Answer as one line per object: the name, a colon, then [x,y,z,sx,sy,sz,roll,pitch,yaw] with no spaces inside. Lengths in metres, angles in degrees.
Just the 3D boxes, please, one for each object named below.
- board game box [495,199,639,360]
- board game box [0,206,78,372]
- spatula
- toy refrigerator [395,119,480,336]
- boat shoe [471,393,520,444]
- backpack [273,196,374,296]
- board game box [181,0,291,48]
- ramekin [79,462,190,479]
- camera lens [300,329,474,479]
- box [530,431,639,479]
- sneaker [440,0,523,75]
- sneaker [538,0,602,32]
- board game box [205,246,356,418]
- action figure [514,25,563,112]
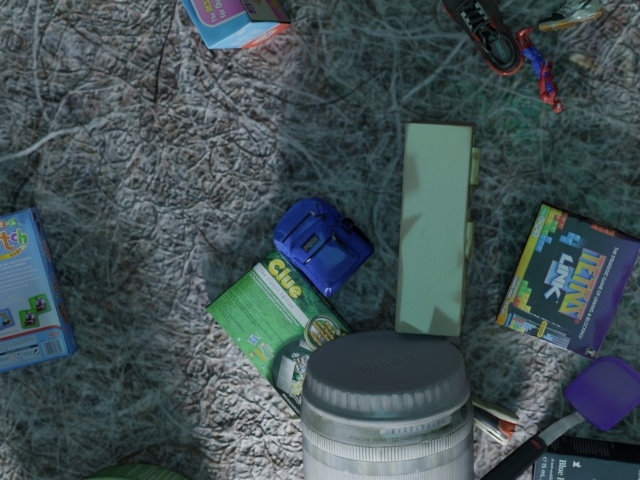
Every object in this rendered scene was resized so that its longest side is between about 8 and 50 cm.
board game box: [0.323,0.052,1.871,0.141,0.048,0.170,21,100,7]
board game box: [-0.444,0.074,2.000,0.160,0.039,0.211,-14,95,10]
spatula: [0.297,0.247,1.834,0.296,0.030,0.084,-33,60,-25]
toy refrigerator: [0.154,-0.018,1.861,0.094,0.102,0.269,3,97,9]
boat shoe: [0.197,0.227,1.915,0.137,0.049,0.043,25,103,0]
backpack: [0.000,0.000,1.890,0.098,0.101,0.120,-45,85,5]
board game box: [-0.162,-0.392,1.793,0.064,0.242,0.316,-29,91,13]
ramekin: [-0.262,0.452,1.964,0.303,0.148,0.303,1,97,9]
camera lens: [0.086,0.277,1.830,0.219,0.219,0.274,1,110,9]
box: [0.351,0.345,1.882,0.158,0.093,0.156,6,98,7]
sneaker: [0.207,-0.282,1.837,0.061,0.065,0.158,-39,90,12]
sneaker: [0.317,-0.293,1.840,0.083,0.032,0.037,-17,81,6]
board game box: [-0.023,0.146,1.948,0.136,0.030,0.259,-40,90,14]
action figure: [0.286,-0.219,1.847,0.030,0.038,0.115,-19,94,28]
